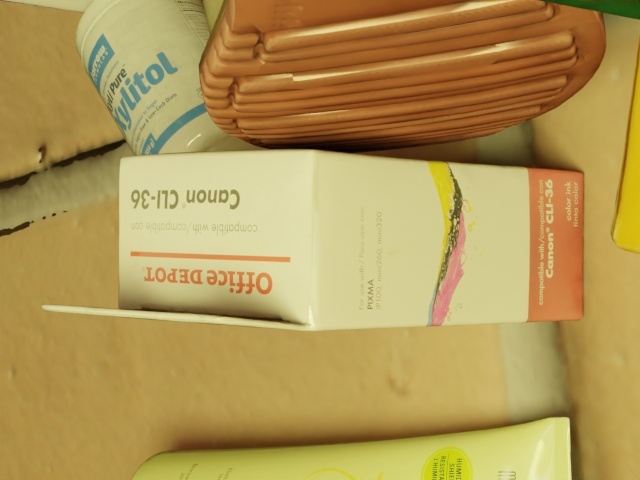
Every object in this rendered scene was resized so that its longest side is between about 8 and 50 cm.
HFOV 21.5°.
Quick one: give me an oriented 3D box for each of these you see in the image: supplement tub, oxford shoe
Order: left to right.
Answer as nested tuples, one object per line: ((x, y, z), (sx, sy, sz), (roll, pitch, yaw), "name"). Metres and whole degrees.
((-0.069, -0.073, 0.831), (0.071, 0.071, 0.107), (-53, 55, 31), "supplement tub")
((0.017, -0.131, 0.551), (0.140, 0.397, 0.147), (-7, 75, 1), "oxford shoe")

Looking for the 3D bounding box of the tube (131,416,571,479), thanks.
((0.012, 0.124, 0.756), (0.240, 0.062, 0.070), (-4, 126, 41), "tube")

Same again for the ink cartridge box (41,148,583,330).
((0.000, 0.000, 0.668), (0.115, 0.198, 0.067), (0, 89, 45), "ink cartridge box")

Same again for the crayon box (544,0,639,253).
((0.225, -0.019, 0.440), (0.318, 0.202, 0.081), (12, 97, 46), "crayon box")

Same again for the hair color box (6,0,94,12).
((-0.222, -0.218, 0.797), (0.110, 0.339, 0.185), (19, 103, 42), "hair color box")
